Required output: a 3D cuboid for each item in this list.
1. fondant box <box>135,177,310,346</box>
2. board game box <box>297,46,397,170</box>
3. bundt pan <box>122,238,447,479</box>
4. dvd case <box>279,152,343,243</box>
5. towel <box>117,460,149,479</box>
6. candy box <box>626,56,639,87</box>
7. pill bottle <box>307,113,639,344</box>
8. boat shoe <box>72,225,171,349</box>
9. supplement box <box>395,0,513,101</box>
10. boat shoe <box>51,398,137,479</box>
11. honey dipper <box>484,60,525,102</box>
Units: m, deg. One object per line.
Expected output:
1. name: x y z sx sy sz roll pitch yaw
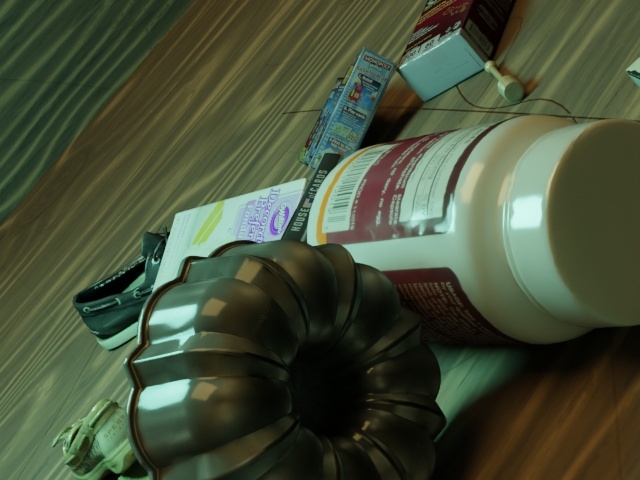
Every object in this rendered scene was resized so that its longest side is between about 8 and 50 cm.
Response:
1. fondant box: -0.104 0.064 1.977 0.330 0.096 0.238 -11 59 54
2. board game box: 0.040 -0.188 2.260 0.194 0.060 0.194 -63 8 3
3. bundt pan: -0.013 0.143 1.416 0.124 0.331 0.331 -24 28 50
4. dvd case: 0.005 0.046 1.745 0.030 0.238 0.179 6 42 18
5. towel: -0.209 0.289 1.936 0.148 0.027 0.110 -51 23 -21
6. candy box: 0.441 -0.189 1.589 0.159 0.071 0.233 -43 21 2
7. pill bottle: 0.175 -0.007 1.519 0.224 0.224 0.392 -53 23 -22
8. boat shoe: -0.251 0.039 2.365 0.340 0.113 0.127 -33 23 26
9. supplement box: 0.210 -0.325 2.273 0.130 0.073 0.239 -28 25 38
10. boat shoe: -0.293 0.256 2.017 0.104 0.089 0.285 -52 10 -26
11. honey dipper: 0.247 -0.220 2.071 0.030 0.030 0.160 -41 17 7
